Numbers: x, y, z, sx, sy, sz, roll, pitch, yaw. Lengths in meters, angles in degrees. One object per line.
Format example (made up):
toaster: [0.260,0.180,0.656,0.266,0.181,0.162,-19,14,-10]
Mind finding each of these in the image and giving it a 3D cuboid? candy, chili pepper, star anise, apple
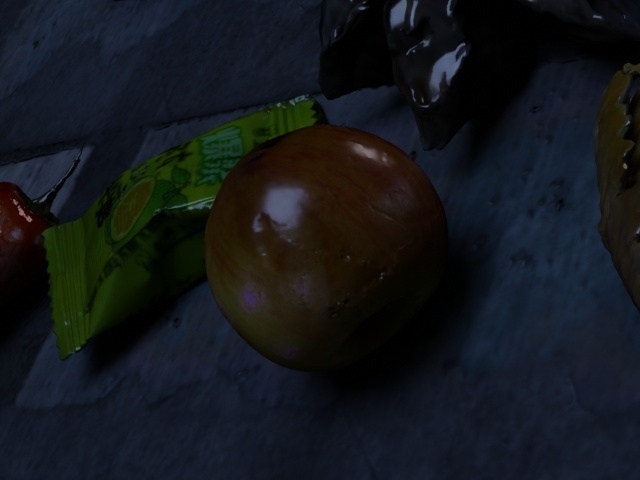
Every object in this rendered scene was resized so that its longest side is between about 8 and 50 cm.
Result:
candy: [-0.104,-0.015,0.996,0.246,0.069,0.149,-32,36,18]
chili pepper: [-0.249,-0.002,1.118,0.192,0.084,0.086,-52,53,1]
star anise: [0.119,-0.208,0.912,0.331,0.117,0.332,-22,44,23]
apple: [0.000,0.000,0.809,0.146,0.146,0.146,-27,41,26]

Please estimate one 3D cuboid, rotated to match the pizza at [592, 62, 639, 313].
pizza: [0.267,-0.016,0.521,0.435,0.080,0.392,-17,26,37]
